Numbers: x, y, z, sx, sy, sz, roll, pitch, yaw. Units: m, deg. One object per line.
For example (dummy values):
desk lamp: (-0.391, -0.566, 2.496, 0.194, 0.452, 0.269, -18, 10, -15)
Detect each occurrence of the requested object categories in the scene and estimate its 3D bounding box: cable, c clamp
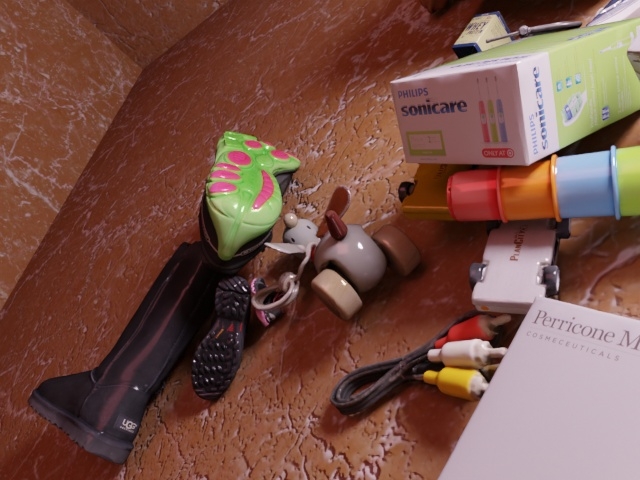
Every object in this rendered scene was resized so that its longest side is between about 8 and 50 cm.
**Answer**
cable: (0.123, 0.152, 0.768, 0.287, 0.072, 0.140, -17, 39, 40)
c clamp: (0.353, -0.343, 0.966, 0.137, 0.022, 0.160, -3, 14, 28)

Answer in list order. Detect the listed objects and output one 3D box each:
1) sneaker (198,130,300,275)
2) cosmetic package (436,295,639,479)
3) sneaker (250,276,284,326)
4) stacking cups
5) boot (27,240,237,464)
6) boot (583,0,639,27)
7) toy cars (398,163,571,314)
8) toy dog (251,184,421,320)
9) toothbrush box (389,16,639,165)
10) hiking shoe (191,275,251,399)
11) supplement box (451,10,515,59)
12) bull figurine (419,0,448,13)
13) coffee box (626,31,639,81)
sneaker: (-0.162, -0.087, 1.203, 0.483, 0.185, 0.202, -75, 10, -67)
cosmetic package: (0.208, 0.257, 0.478, 0.217, 0.156, 0.385, 9, 64, 55)
sneaker: (-0.095, 0.108, 1.108, 0.057, 0.047, 0.119, -28, 39, 5)
stacking cups: (0.304, -0.058, 0.676, 0.316, 0.096, 0.096, -6, 50, 27)
boot: (-0.397, 0.199, 1.263, 0.367, 0.146, 0.445, 7, 64, 44)
boot: (0.438, -0.321, 0.906, 0.190, 0.069, 0.086, -28, 29, 17)
toy cars: (0.223, -0.026, 0.822, 0.176, 0.087, 0.394, -26, 38, -1)
toy dog: (0.000, 0.000, 0.971, 0.333, 0.161, 0.220, -1, 39, 47)
toothbrush box: (0.270, -0.199, 0.794, 0.283, 0.122, 0.206, -24, 20, -31)
hiking shoe: (-0.168, 0.179, 1.090, 0.114, 0.086, 0.227, 49, -122, -81)
supplement box: (0.299, -0.351, 1.074, 0.083, 0.083, 0.056, -54, 34, -11)
bull figurine: (0.266, -0.655, 1.273, 0.101, 0.310, 0.188, 20, 54, 14)
coffee box: (0.492, -0.171, 0.579, 0.119, 0.168, 0.297, -54, 33, -8)
